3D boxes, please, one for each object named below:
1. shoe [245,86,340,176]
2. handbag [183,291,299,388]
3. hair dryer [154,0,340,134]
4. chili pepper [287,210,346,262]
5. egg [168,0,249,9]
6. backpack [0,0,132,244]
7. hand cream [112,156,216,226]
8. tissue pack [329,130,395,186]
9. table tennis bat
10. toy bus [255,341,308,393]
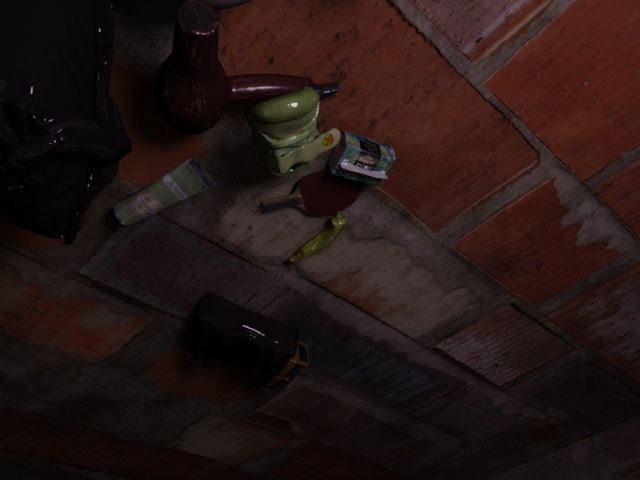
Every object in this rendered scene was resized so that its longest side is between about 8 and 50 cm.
[{"bbox_3d":[-0.050,-0.195,1.008,0.140,0.262,0.128,-34,92,-11],"label":"shoe"},{"bbox_3d":[-0.224,0.285,1.511,0.285,0.113,0.257,24,133,-9],"label":"handbag"},{"bbox_3d":[-0.104,-0.283,0.951,0.341,0.123,0.312,-8,168,-22],"label":"hair dryer"},{"bbox_3d":[0.001,0.000,1.332,0.043,0.049,0.208,51,125,7],"label":"chili pepper"},{"bbox_3d":[-0.160,-0.422,0.791,0.232,0.176,0.176,-5,136,11],"label":"egg"},{"bbox_3d":[-0.437,-0.198,0.878,0.255,0.363,0.445,9,149,-12],"label":"backpack"},{"bbox_3d":[-0.346,-0.096,1.189,0.235,0.055,0.086,-26,136,8],"label":"hand cream"},{"bbox_3d":[0.086,-0.161,1.151,0.111,0.079,0.085,14,133,-20],"label":"tissue pack"},{"bbox_3d":[-0.019,-0.100,1.244,0.220,0.019,0.130,-13,136,4],"label":"table tennis bat"},{"bbox_3d":[-0.118,0.378,1.667,0.103,0.091,0.182,22,127,-25],"label":"toy bus"}]
